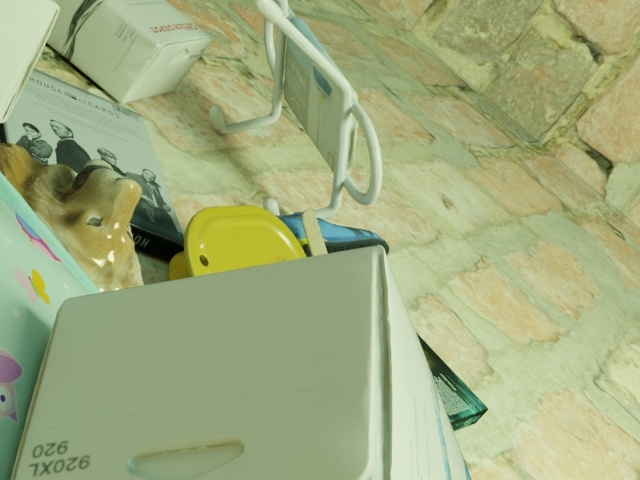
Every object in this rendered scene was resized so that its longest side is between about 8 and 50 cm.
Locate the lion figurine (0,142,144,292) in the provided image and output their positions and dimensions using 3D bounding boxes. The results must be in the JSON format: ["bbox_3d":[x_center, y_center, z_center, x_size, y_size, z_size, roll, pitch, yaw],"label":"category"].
[{"bbox_3d":[-0.315,-0.033,0.723,0.392,0.142,0.240,-1,49,-38],"label":"lion figurine"}]

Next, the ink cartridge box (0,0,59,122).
[{"bbox_3d":[-0.358,-0.222,0.944,0.198,0.114,0.273,24,9,-32],"label":"ink cartridge box"}]

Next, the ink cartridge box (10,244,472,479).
[{"bbox_3d":[-0.019,0.147,0.538,0.232,0.171,0.168,67,18,-44],"label":"ink cartridge box"}]

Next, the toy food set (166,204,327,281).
[{"bbox_3d":[-0.072,0.038,1.033,0.218,0.071,0.128,-3,69,-57],"label":"toy food set"}]

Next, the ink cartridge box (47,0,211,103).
[{"bbox_3d":[-0.261,-0.269,1.312,0.219,0.092,0.160,40,21,5],"label":"ink cartridge box"}]

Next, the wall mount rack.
[{"bbox_3d":[-0.049,-0.194,1.227,0.130,0.304,0.350,-13,43,-18],"label":"wall mount rack"}]

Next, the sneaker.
[{"bbox_3d":[0.000,0.000,1.210,0.082,0.069,0.209,45,22,28],"label":"sneaker"}]

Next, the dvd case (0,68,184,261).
[{"bbox_3d":[-0.232,-0.085,1.066,0.179,0.029,0.238,23,25,-34],"label":"dvd case"}]

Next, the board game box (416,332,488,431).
[{"bbox_3d":[0.079,0.123,1.138,0.186,0.026,0.126,47,23,22],"label":"board game box"}]

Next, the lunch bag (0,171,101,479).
[{"bbox_3d":[-0.194,0.096,0.556,0.262,0.160,0.223,56,17,-13],"label":"lunch bag"}]
